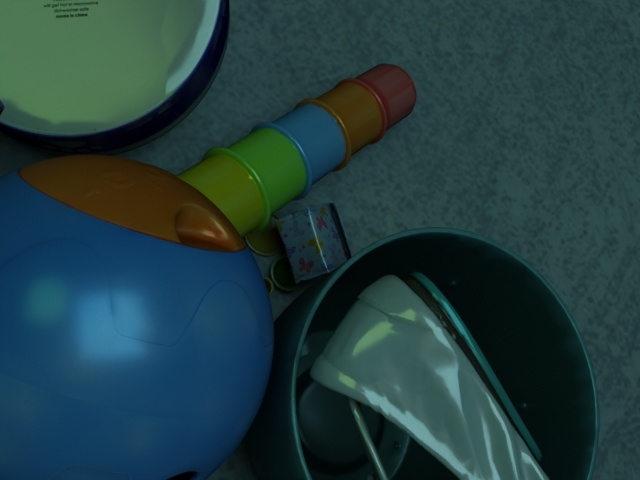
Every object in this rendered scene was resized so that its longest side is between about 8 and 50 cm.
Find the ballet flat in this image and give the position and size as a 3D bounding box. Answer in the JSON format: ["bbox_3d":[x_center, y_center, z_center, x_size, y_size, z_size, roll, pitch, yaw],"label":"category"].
[{"bbox_3d":[0.135,0.209,0.796,0.139,0.139,0.400,-39,92,-27],"label":"ballet flat"}]

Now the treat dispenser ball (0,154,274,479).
[{"bbox_3d":[-0.181,0.077,0.836,0.288,0.288,0.288,6,76,-24],"label":"treat dispenser ball"}]

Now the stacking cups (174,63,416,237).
[{"bbox_3d":[-0.016,-0.088,1.043,0.316,0.096,0.096,-34,94,-34],"label":"stacking cups"}]

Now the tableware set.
[{"bbox_3d":[-0.080,-0.011,1.052,0.104,0.024,0.154,-24,89,-28],"label":"tableware set"}]

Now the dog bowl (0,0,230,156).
[{"bbox_3d":[-0.212,-0.210,0.924,0.264,0.104,0.265,0,87,-3],"label":"dog bowl"}]

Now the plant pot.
[{"bbox_3d":[0.061,0.154,0.962,0.293,0.235,0.293,5,77,-24],"label":"plant pot"}]

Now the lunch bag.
[{"bbox_3d":[0.000,0.000,1.065,0.083,0.053,0.071,-11,82,-65],"label":"lunch bag"}]

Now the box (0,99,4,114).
[{"bbox_3d":[-0.389,-0.017,0.808,0.293,0.201,0.057,-41,99,-26],"label":"box"}]
